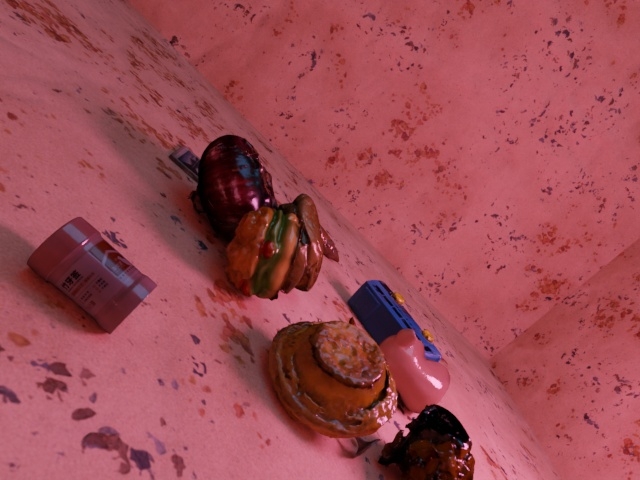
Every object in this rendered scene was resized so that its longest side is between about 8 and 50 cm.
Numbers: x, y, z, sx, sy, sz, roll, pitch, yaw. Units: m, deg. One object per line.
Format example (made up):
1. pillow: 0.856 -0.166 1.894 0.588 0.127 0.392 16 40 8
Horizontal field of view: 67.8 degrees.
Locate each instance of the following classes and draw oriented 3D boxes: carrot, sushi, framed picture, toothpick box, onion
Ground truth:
1. carrot: 0.000 0.000 2.084 0.263 0.102 0.102 49 10 -16
2. sushi: 0.253 0.500 1.047 0.200 0.213 0.204 -2 31 -45
3. framed picture: -0.418 -0.247 1.581 0.150 0.015 0.203 43 12 -15
4. toothpick box: -0.327 0.051 0.692 0.149 0.098 0.098 45 12 -11
5. onion: -0.247 -0.138 1.332 0.314 0.232 0.314 -13 90 -87

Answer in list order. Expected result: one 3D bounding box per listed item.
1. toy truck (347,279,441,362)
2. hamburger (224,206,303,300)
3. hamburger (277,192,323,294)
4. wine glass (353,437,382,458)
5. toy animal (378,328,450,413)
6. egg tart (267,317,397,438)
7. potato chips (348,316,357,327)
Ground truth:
1. toy truck: 0.268 0.325 1.759 0.162 0.161 0.385 11 36 -51
2. hamburger: -0.147 0.023 1.145 0.148 0.237 0.237 21 19 -15
3. hamburger: -0.064 0.012 1.389 0.134 0.265 0.285 1 57 -23
4. wine glass: 0.024 0.340 1.037 0.262 0.074 0.074 51 12 26
5. toy animal: 0.276 0.393 1.451 0.256 0.195 0.213 43 4 0
6. egg tart: 0.039 0.261 0.984 0.293 0.123 0.294 20 36 -15
7. potato chips: 0.159 0.339 1.609 0.204 0.037 0.026 50 21 -9
